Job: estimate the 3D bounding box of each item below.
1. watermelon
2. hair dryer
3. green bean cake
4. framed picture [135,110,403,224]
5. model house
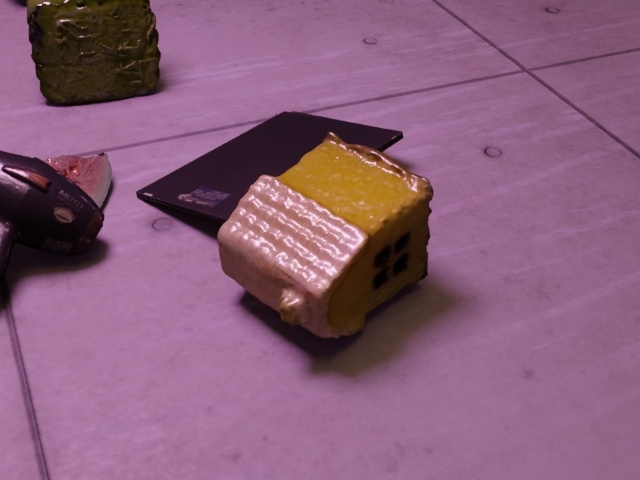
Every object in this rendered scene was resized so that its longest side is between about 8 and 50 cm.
[{"bbox_3d":[-0.353,-0.078,1.232,0.101,0.080,0.155,27,28,15],"label":"watermelon"},{"bbox_3d":[-0.446,0.019,1.034,0.303,0.120,0.360,28,50,-22],"label":"hair dryer"},{"bbox_3d":[-0.386,-0.347,1.460,0.214,0.200,0.113,-9,40,-15],"label":"green bean cake"},{"bbox_3d":[-0.072,-0.116,1.293,0.255,0.014,0.338,16,38,37],"label":"framed picture"},{"bbox_3d":[0.000,0.000,1.059,0.193,0.175,0.234,31,43,31],"label":"model house"}]
